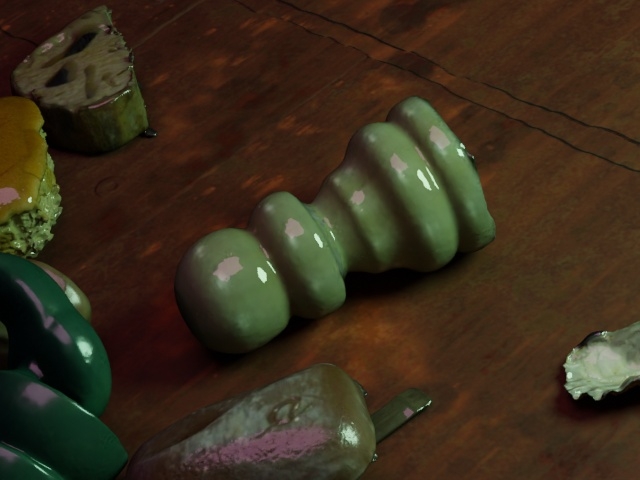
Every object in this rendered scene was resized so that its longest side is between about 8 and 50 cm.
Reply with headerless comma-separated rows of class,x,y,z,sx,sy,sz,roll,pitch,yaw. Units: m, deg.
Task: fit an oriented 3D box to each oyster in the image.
oyster,0.301,0.113,1.827,0.146,0.045,0.121,-40,48,-19

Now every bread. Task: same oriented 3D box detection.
bread,-0.393,-0.065,2.199,0.174,0.121,0.245,-12,41,1

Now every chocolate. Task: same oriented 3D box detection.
chocolate,-0.077,0.199,1.780,0.261,0.083,0.161,-25,35,3

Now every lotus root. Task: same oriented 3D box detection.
lotus root,-0.304,-0.198,2.373,0.170,0.074,0.260,-25,39,-9

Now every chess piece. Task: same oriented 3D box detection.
chess piece,0.000,0.000,1.973,0.330,0.182,0.182,-29,41,-10

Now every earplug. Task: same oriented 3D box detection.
earplug,-0.303,0.158,1.826,0.257,0.164,0.280,23,63,-4

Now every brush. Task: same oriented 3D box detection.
brush,0.027,0.194,1.828,0.190,0.027,0.034,-33,41,-22

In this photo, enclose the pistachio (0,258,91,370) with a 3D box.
pistachio,-0.340,0.082,1.998,0.206,0.131,0.129,6,0,24
